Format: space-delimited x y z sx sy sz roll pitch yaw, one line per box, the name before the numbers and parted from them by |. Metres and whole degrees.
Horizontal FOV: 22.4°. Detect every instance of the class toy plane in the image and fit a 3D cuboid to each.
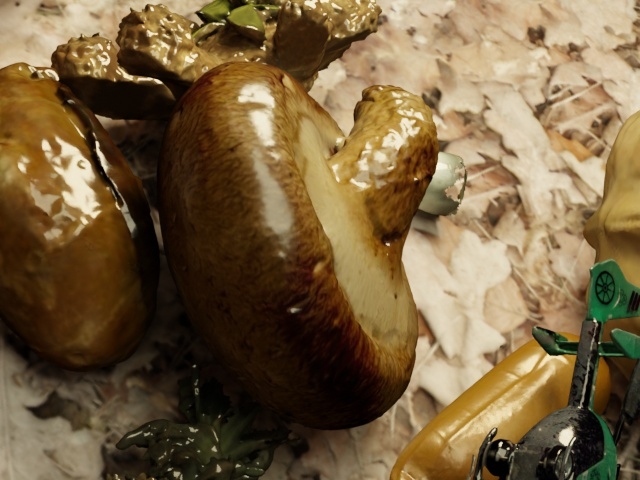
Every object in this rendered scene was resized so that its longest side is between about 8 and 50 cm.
toy plane | 0.225 0.197 1.464 0.155 0.106 0.381 25 71 -44

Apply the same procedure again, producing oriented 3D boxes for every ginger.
ginger | -0.244 -0.039 1.441 0.165 0.172 0.321 -22 67 3

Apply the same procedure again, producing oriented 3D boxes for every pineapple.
pineapple | -0.128 0.241 1.329 0.175 0.175 0.361 41 33 2

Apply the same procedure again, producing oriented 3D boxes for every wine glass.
wine glass | 0.070 -0.069 1.693 0.155 0.072 0.072 11 54 -21

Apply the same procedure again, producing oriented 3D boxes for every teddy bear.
teddy bear | -0.092 -0.210 1.600 0.296 0.246 0.222 23 70 -40

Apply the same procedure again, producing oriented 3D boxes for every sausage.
sausage | 0.159 0.196 1.531 0.112 0.112 0.328 49 50 9

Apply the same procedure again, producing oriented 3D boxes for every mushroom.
mushroom | -0.022 0.010 1.453 0.345 0.239 0.345 25 48 -31

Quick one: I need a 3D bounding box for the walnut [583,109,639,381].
walnut | 0.452 0.016 1.676 0.381 0.381 0.381 14 53 -19
